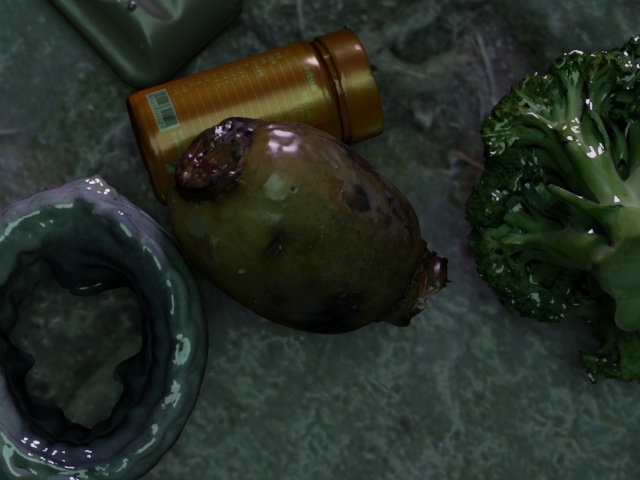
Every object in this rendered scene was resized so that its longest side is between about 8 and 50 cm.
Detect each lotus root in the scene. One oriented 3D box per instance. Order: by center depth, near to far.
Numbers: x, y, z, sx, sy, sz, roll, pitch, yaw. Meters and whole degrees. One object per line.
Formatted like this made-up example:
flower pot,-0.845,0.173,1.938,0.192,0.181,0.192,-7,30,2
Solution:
lotus root,0.000,0.002,1.189,0.278,0.154,0.154,31,79,-44

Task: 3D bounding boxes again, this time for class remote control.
remote control,-0.213,-0.277,1.263,0.128,0.065,0.335,-44,90,-11

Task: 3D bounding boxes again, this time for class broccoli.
broccoli,0.248,-0.027,1.213,0.269,0.241,0.261,-27,109,20

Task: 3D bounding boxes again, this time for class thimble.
thimble,-0.187,0.074,1.175,0.205,0.172,0.250,6,85,-4

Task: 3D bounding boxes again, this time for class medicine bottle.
medicine bottle,-0.053,-0.100,1.245,0.192,0.096,0.096,-19,86,-8
